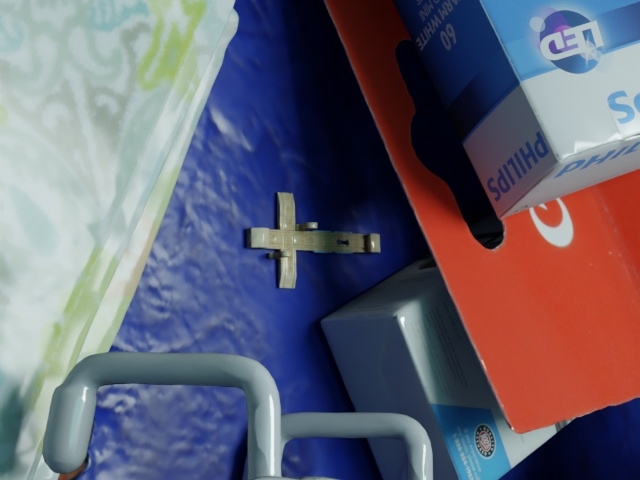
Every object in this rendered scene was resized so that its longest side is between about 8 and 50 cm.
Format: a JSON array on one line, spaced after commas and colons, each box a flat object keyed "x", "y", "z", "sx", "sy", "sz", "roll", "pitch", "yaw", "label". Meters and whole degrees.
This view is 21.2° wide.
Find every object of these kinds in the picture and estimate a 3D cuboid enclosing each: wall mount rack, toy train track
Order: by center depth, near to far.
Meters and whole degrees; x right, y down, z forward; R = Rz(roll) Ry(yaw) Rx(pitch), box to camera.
[{"x": -0.027, "y": 0.210, "z": 0.691, "sx": 0.350, "sy": 0.130, "sz": 0.304, "roll": 31, "pitch": 58, "yaw": -67, "label": "wall mount rack"}, {"x": 0.000, "y": 0.000, "z": 0.857, "sx": 0.083, "sy": 0.014, "sz": 0.048, "roll": 3, "pitch": 84, "yaw": -40, "label": "toy train track"}]

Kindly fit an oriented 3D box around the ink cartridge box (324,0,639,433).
[{"x": 0.196, "y": -0.087, "z": 0.921, "sx": 0.385, "sy": 0.091, "sz": 0.308, "roll": -11, "pitch": 73, "yaw": -41, "label": "ink cartridge box"}]

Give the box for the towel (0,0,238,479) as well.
[{"x": -0.218, "y": -0.058, "z": 0.641, "sx": 0.374, "sy": 0.090, "sz": 0.321, "roll": 33, "pitch": 63, "yaw": -32, "label": "towel"}]

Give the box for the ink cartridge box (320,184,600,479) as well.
[{"x": 0.095, "y": 0.049, "z": 0.897, "sx": 0.180, "sy": 0.060, "sz": 0.104, "roll": -30, "pitch": 103, "yaw": -39, "label": "ink cartridge box"}]

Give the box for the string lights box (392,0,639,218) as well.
[{"x": 0.099, "y": -0.156, "z": 0.844, "sx": 0.133, "sy": 0.077, "sz": 0.260, "roll": -18, "pitch": 76, "yaw": -25, "label": "string lights box"}]
